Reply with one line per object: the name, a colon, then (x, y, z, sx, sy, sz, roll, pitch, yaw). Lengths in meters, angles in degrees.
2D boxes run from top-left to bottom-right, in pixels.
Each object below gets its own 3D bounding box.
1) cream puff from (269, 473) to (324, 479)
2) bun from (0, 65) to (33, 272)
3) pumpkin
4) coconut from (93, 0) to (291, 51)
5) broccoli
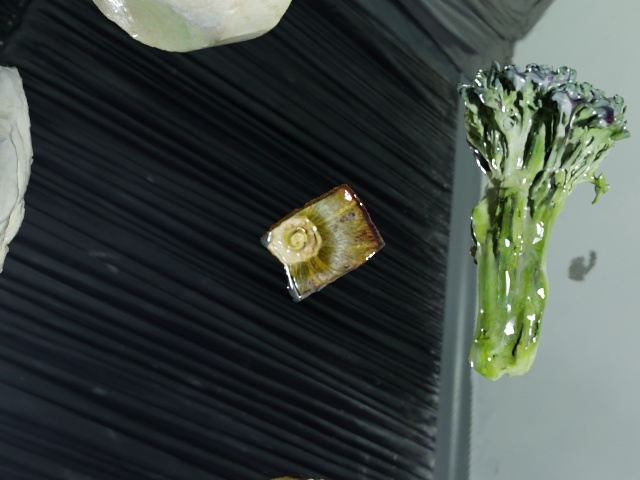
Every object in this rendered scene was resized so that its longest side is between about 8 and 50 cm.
cream puff: (-0.039, 0.352, 0.990, 0.133, 0.104, 0.119, -41, 67, 46)
bun: (-0.361, -0.044, 0.599, 0.205, 0.282, 0.281, 139, 153, -67)
pumpkin: (0.002, 0.000, 0.696, 0.101, 0.073, 0.035, -29, 14, 17)
coconut: (-0.143, -0.312, 0.813, 0.259, 0.259, 0.259, -38, 34, 33)
broccoli: (0.195, -0.017, 0.771, 0.145, 0.165, 0.303, 16, -96, -79)
